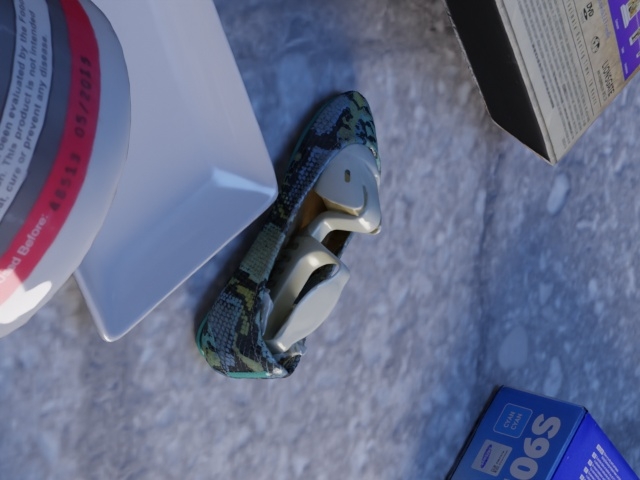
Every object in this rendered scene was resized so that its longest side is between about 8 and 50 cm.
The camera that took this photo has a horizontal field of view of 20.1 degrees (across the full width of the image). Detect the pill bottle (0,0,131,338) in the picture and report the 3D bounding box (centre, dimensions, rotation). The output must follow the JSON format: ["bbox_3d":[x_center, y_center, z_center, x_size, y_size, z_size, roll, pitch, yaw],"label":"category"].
[{"bbox_3d":[-0.235,-0.079,0.664,0.318,0.176,0.176,28,79,-48],"label":"pill bottle"}]

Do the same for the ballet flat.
[{"bbox_3d":[0.000,0.000,1.030,0.070,0.070,0.188,42,69,-45],"label":"ballet flat"}]

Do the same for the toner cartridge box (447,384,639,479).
[{"bbox_3d":[0.193,0.264,1.304,0.165,0.075,0.348,-60,136,-20],"label":"toner cartridge box"}]

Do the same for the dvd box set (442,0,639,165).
[{"bbox_3d":[0.231,-0.267,1.055,0.420,0.062,0.307,-49,156,-5],"label":"dvd box set"}]

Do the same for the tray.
[{"bbox_3d":[-0.113,-0.094,0.906,0.145,0.030,0.270,-43,129,-33],"label":"tray"}]
